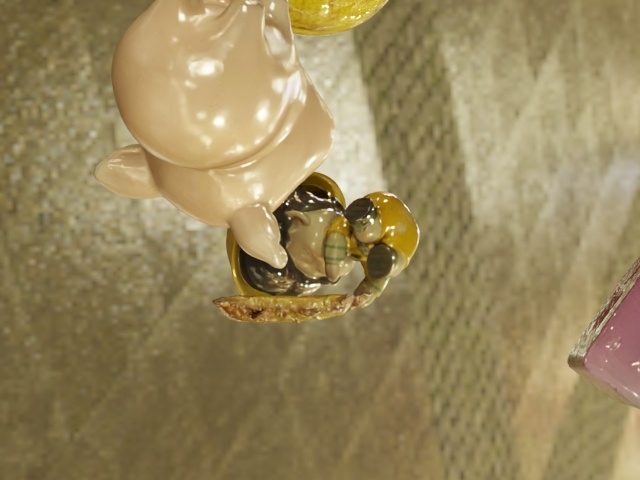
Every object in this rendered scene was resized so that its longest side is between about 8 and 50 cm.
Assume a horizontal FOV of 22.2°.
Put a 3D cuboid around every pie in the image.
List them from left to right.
[{"bbox_3d":[-0.028,0.085,1.953,0.088,0.191,0.033,59,29,-75],"label":"pie"}]

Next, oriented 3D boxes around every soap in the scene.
[{"bbox_3d":[0.315,0.067,1.532,0.181,0.081,0.259,-54,173,1],"label":"soap"}]

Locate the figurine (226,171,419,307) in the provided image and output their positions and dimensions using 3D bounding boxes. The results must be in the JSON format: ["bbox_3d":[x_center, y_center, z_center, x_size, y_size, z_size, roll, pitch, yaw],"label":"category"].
[{"bbox_3d":[0.001,-0.004,2.066,0.192,0.257,0.167,54,43,-40],"label":"figurine"}]

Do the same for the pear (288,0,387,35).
[{"bbox_3d":[-0.024,-0.405,2.179,0.281,0.281,0.280,-2,90,-67],"label":"pear"}]

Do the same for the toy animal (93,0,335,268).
[{"bbox_3d":[-0.103,-0.133,1.676,0.269,0.237,0.326,-69,163,11],"label":"toy animal"}]
